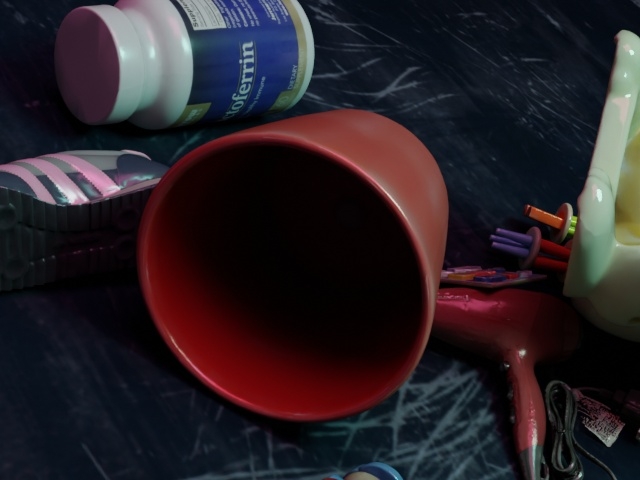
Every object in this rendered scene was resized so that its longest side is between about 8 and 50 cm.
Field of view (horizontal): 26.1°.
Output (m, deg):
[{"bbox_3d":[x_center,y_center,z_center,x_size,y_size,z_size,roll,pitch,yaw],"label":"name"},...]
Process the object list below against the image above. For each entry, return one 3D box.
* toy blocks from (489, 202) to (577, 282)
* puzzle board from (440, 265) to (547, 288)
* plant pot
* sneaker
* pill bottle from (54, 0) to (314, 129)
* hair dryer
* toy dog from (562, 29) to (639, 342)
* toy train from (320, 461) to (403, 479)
[{"bbox_3d":[0.267,-0.004,1.616,0.148,0.054,0.123,17,37,-11],"label":"toy blocks"},{"bbox_3d":[0.171,0.037,1.470,0.096,0.011,0.128,6,6,35],"label":"puzzle board"},{"bbox_3d":[0.000,0.000,1.294,0.275,0.275,0.243,30,25,6],"label":"plant pot"},{"bbox_3d":[-0.274,-0.029,1.291,0.319,0.112,0.131,-3,27,-38],"label":"sneaker"},{"bbox_3d":[-0.149,-0.203,1.527,0.265,0.153,0.153,-13,50,-41],"label":"pill bottle"},{"bbox_3d":[0.209,0.133,1.383,0.293,0.080,0.224,36,37,15],"label":"hair dryer"},{"bbox_3d":[0.461,0.020,1.381,0.408,0.395,0.284,11,45,14],"label":"toy dog"},{"bbox_3d":[0.084,0.281,1.112,0.248,0.105,0.143,37,23,16],"label":"toy train"}]
